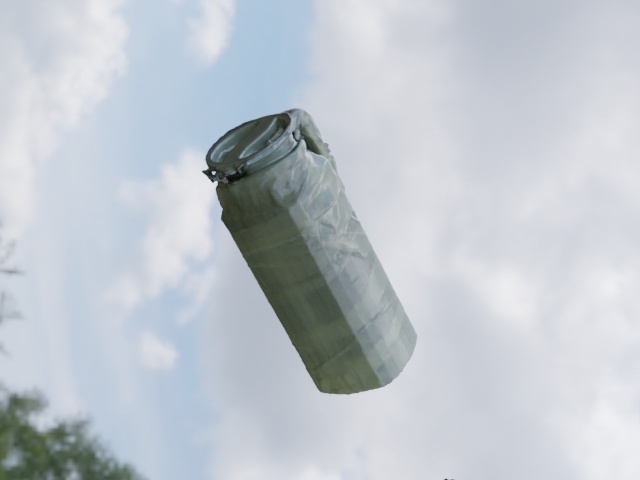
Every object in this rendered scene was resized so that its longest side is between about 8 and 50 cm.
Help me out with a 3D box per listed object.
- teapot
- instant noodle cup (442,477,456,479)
[{"bbox_3d":[0.000,0.000,1.024,0.077,0.200,0.107,-8,-148,36],"label":"teapot"},{"bbox_3d":[0.135,0.441,1.630,0.340,0.340,0.266,121,-29,-45],"label":"instant noodle cup"}]
